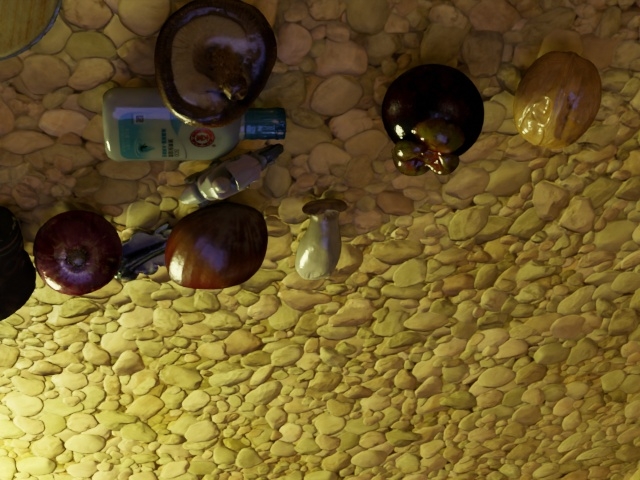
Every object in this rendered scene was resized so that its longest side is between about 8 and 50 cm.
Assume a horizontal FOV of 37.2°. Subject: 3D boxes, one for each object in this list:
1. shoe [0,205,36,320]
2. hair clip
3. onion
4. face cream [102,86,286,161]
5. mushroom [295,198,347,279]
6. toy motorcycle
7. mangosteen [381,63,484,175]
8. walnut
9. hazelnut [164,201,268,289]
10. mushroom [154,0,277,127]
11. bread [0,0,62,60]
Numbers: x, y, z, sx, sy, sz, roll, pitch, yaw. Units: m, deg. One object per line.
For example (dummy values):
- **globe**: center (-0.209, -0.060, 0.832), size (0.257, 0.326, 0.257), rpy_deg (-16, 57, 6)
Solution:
- **shoe**: center (-0.769, 0.072, 1.887), size (0.384, 0.171, 0.237), rpy_deg (-12, 131, -11)
- **hair clip**: center (-0.360, 0.028, 2.017), size (0.195, 0.052, 0.124), rpy_deg (-27, 139, 8)
- **onion**: center (-0.489, 0.024, 1.919), size (0.177, 0.153, 0.177), rpy_deg (0, 120, 1)
- **face cream**: center (-0.233, -0.217, 1.780), size (0.337, 0.080, 0.163), rpy_deg (-1, 137, -10)
- **mushroom**: center (0.000, -0.001, 2.037), size (0.097, 0.088, 0.212), rpy_deg (18, 130, 16)
- **toy motorcycle**: center (-0.178, -0.121, 1.821), size (0.225, 0.152, 0.073), rpy_deg (-22, 104, 31)
- **mangosteen**: center (0.209, -0.228, 1.778), size (0.210, 0.210, 0.210), rpy_deg (-6, 135, -6)
- **walnut**: center (0.454, -0.270, 1.823), size (0.159, 0.159, 0.206), rpy_deg (-1, 135, -11)
- **hazelnut**: center (-0.211, 0.006, 1.943), size (0.212, 0.181, 0.181), rpy_deg (-11, 105, -36)
- **mushroom**: center (-0.184, -0.310, 1.651), size (0.231, 0.194, 0.138), rpy_deg (-49, 171, 1)
- **bread**: center (-0.541, -0.401, 1.515), size (0.267, 0.040, 0.267), rpy_deg (-22, 140, -20)
